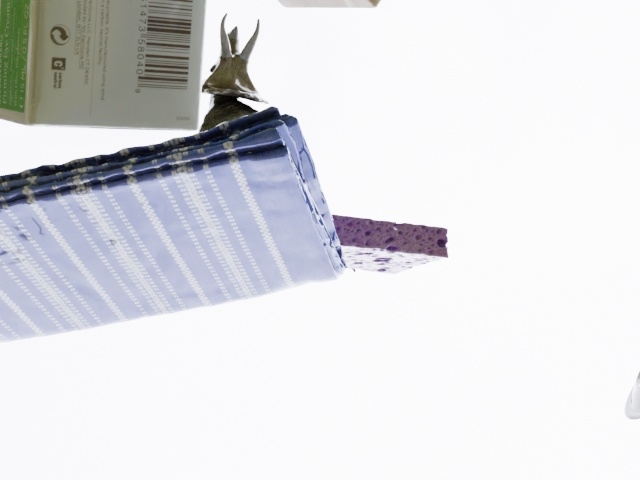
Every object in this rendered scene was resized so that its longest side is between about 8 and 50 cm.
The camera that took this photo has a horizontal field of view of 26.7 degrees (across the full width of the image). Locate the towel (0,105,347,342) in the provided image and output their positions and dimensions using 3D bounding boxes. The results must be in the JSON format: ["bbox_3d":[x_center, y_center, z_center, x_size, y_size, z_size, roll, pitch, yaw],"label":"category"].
[{"bbox_3d":[-0.159,0.000,1.030,0.336,0.243,0.040,-11,-118,6],"label":"towel"}]

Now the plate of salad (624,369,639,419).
[{"bbox_3d":[0.388,0.115,1.373,0.048,0.200,0.200,44,-64,1],"label":"plate of salad"}]

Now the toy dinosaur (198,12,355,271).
[{"bbox_3d":[-0.069,-0.084,1.535,0.313,0.121,0.160,57,-27,8],"label":"toy dinosaur"}]

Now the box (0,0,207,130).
[{"bbox_3d":[-0.125,-0.113,0.729,0.087,0.102,0.101,16,-76,55],"label":"box"}]

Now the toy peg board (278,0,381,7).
[{"bbox_3d":[-0.015,-0.341,1.495,0.161,0.161,0.079,10,-118,47],"label":"toy peg board"}]

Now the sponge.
[{"bbox_3d":[0.000,0.000,1.235,0.117,0.210,0.031,160,-66,-65],"label":"sponge"}]
